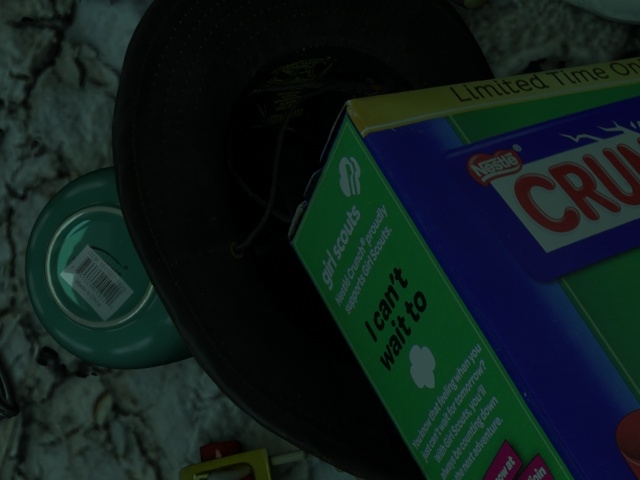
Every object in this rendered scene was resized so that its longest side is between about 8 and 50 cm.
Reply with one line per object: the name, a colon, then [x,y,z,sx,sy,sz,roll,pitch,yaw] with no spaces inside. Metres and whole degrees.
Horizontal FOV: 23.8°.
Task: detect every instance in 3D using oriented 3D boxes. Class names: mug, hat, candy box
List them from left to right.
mug: [-0.107,0.016,0.955,0.157,0.097,0.129,-4,87,15]
hat: [0.000,0.000,0.887,0.134,0.331,0.331,-33,78,50]
candy box: [0.175,0.061,0.747,0.317,0.268,0.122,58,144,28]

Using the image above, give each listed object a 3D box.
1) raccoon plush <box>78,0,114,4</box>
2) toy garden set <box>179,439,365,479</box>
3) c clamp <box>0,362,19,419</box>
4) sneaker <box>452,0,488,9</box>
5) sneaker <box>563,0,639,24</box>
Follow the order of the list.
raccoon plush: [-0.173,-0.376,0.981,0.216,0.299,0.446,-22,50,28]
toy garden set: [0.012,0.206,0.897,0.244,0.049,0.204,-18,74,35]
c clamp: [-0.260,0.139,1.035,0.137,0.022,0.161,37,99,18]
sneaker: [0.050,-0.220,0.940,0.084,0.069,0.185,-21,77,22]
sneaker: [0.191,-0.235,0.898,0.094,0.080,0.212,12,93,27]
